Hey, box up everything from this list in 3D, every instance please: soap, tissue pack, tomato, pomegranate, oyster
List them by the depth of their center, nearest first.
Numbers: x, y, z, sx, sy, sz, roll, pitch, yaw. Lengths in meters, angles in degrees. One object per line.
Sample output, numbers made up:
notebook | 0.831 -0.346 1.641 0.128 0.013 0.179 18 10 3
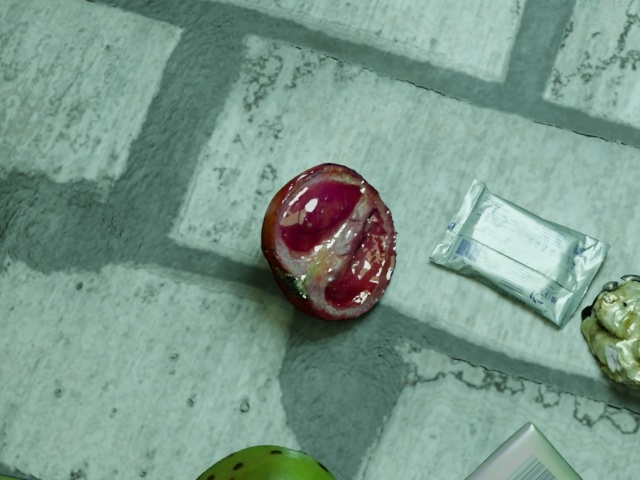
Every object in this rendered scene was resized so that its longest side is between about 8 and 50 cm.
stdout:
soap | 0.205 0.326 1.515 0.199 0.182 0.138 -41 75 -8
pomegranate | -0.046 0.376 1.524 0.231 0.231 0.286 -36 101 -7
oyster | 0.414 0.112 1.622 0.191 0.081 0.163 -1 68 1
tomato | 0.000 0.000 1.689 0.173 0.099 0.189 -44 113 -24
tissue pack | 0.249 0.015 1.692 0.193 0.026 0.123 28 77 13

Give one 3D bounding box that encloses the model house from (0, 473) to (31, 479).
model house | -0.406 0.351 1.515 0.218 0.279 0.205 9 75 9
